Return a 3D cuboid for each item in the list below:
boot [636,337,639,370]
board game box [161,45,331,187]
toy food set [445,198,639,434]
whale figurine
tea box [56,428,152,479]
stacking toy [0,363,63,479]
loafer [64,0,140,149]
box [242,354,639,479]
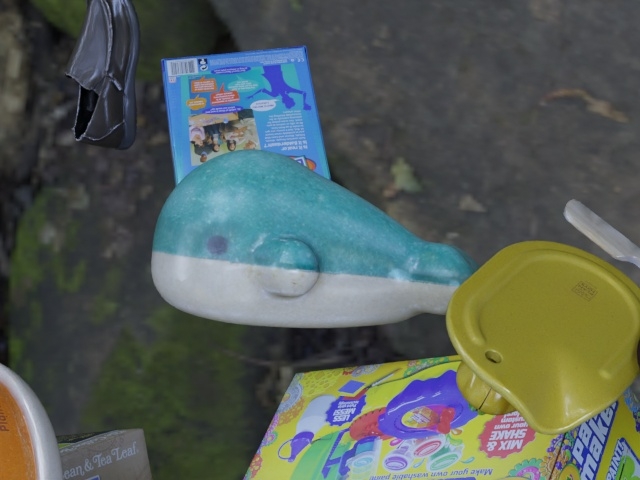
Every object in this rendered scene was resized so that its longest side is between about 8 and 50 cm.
[{"bbox_3d":[0.264,0.096,1.067,0.082,0.219,0.106,-35,107,33],"label":"boot"},{"bbox_3d":[-0.079,-0.109,1.755,0.047,0.160,0.210,91,172,-52],"label":"board game box"},{"bbox_3d":[0.159,0.069,1.136,0.128,0.218,0.071,35,130,17],"label":"toy food set"},{"bbox_3d":[0.000,0.000,1.353,0.272,0.216,0.141,4,90,12],"label":"whale figurine"},{"bbox_3d":[-0.439,0.401,2.258,0.324,0.329,0.219,-10,91,34],"label":"tea box"},{"bbox_3d":[-0.510,0.241,1.528,0.351,0.480,0.350,-19,63,41],"label":"stacking toy"},{"bbox_3d":[-0.263,-0.209,1.984,0.080,0.078,0.220,27,123,55],"label":"loafer"},{"bbox_3d":[0.130,0.245,1.307,0.290,0.279,0.177,-9,40,37],"label":"box"}]
